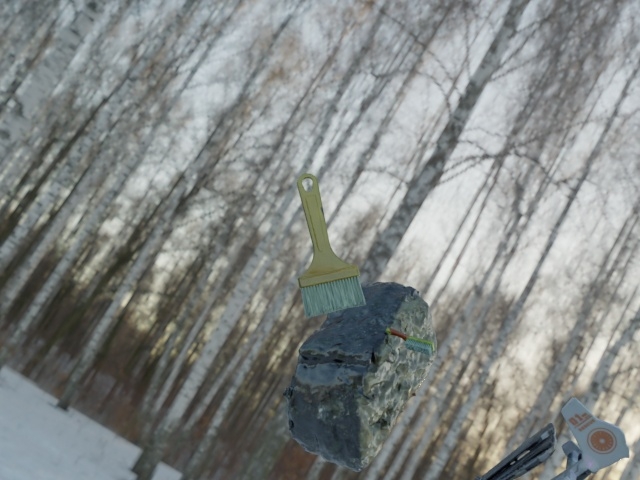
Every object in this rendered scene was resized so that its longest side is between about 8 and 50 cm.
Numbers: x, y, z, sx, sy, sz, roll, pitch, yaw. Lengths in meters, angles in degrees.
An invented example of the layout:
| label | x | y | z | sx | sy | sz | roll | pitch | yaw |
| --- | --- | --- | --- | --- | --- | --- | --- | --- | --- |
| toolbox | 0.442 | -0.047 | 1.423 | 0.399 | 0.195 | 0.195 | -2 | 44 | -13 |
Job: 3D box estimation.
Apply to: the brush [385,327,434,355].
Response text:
| label | x | y | z | sx | sy | sz | roll | pitch | yaw |
| --- | --- | --- | --- | --- | --- | --- | --- | --- | --- |
| brush | 0.133 | 0.153 | 1.356 | 0.083 | 0.021 | 0.018 | 19 | -38 | 31 |

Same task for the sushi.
| label | x | y | z | sx | sy | sz | roll | pitch | yaw |
| --- | --- | --- | --- | --- | --- | --- | --- | --- | --- |
| sushi | 0.080 | 0.214 | 1.509 | 0.171 | 0.350 | 0.210 | 0 | -52 | 33 |

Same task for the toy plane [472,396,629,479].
| label | x | y | z | sx | sy | sz | roll | pitch | yaw |
| --- | --- | --- | --- | --- | --- | --- | --- | --- | --- |
| toy plane | 0.129 | 0.186 | 0.593 | 0.078 | 0.197 | 0.053 | 43 | 26 | 2 |

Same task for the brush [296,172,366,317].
| label | x | y | z | sx | sy | sz | roll | pitch | yaw |
| --- | --- | --- | --- | --- | --- | --- | --- | --- | --- |
| brush | 0.000 | 0.000 | 1.215 | 0.083 | 0.205 | 0.011 | -12 | -19 | 0 |
